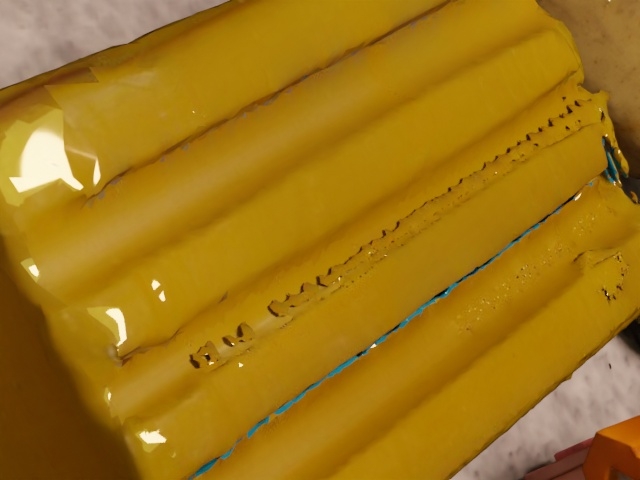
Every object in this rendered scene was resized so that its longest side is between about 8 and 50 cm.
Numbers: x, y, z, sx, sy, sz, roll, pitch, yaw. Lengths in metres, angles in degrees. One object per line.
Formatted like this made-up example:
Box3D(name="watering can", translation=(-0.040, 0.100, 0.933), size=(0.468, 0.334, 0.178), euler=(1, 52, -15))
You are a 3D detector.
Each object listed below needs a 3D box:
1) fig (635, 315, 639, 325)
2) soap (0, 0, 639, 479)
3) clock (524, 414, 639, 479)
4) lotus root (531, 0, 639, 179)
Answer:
Box3D(name="fig", translation=(0.190, 0.026, 0.876), size=(0.084, 0.082, 0.098), euler=(-49, 132, -77))
Box3D(name="soap", translation=(0.000, 0.000, 0.695), size=(0.324, 0.096, 0.204), euler=(-31, 98, -44))
Box3D(name="clock", translation=(0.202, 0.187, 0.737), size=(0.106, 0.220, 0.255), euler=(-10, 75, -42))
Box3D(name="lotus root", translation=(0.156, -0.090, 0.847), size=(0.221, 0.118, 0.125), euler=(42, 41, -22))
